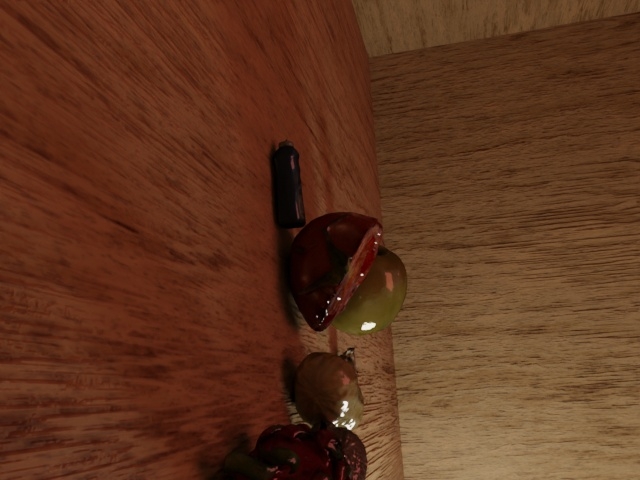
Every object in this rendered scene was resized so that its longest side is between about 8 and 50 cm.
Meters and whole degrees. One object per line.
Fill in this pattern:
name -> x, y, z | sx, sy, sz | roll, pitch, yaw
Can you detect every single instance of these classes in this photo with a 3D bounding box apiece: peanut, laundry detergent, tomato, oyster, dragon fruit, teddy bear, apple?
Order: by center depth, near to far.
dragon fruit -> -0.048, 0.389, 0.975 | 0.198, 0.218, 0.273 | 48, 10, 13
teddy bear -> 0.010, 0.498, 1.257 | 0.267, 0.151, 0.236 | -63, 173, -53
peanut -> 0.021, 0.354, 1.422 | 0.313, 0.152, 0.152 | 74, 14, -59
laundry detergent -> -0.071, -0.133, 1.432 | 0.097, 0.061, 0.206 | 31, 53, -75
tomato -> 0.011, 0.050, 1.476 | 0.309, 0.170, 0.309 | -53, 167, -17
apple -> 0.114, 0.127, 1.733 | 0.262, 0.262, 0.262 | -6, 90, -78
oyster -> 0.075, 0.371, 1.882 | 0.148, 0.051, 0.103 | -41, 128, -57
